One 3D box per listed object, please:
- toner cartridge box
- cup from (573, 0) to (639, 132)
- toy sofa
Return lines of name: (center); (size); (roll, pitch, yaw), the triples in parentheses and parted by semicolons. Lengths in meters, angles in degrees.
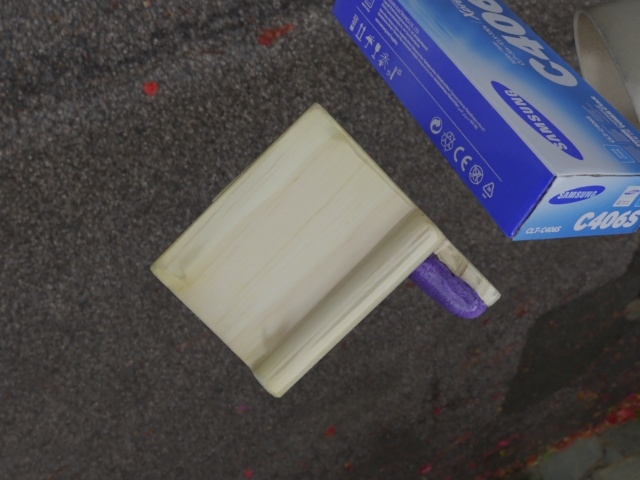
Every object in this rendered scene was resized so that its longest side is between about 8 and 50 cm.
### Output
toner cartridge box: (0.160, -0.150, 0.706); (0.165, 0.347, 0.075); (-4, 138, -32)
cup: (0.502, -0.191, 0.963); (0.237, 0.331, 0.331); (-20, 144, 15)
toy sofa: (0.000, 0.000, 0.619); (0.150, 0.362, 0.177); (-43, 99, 5)
